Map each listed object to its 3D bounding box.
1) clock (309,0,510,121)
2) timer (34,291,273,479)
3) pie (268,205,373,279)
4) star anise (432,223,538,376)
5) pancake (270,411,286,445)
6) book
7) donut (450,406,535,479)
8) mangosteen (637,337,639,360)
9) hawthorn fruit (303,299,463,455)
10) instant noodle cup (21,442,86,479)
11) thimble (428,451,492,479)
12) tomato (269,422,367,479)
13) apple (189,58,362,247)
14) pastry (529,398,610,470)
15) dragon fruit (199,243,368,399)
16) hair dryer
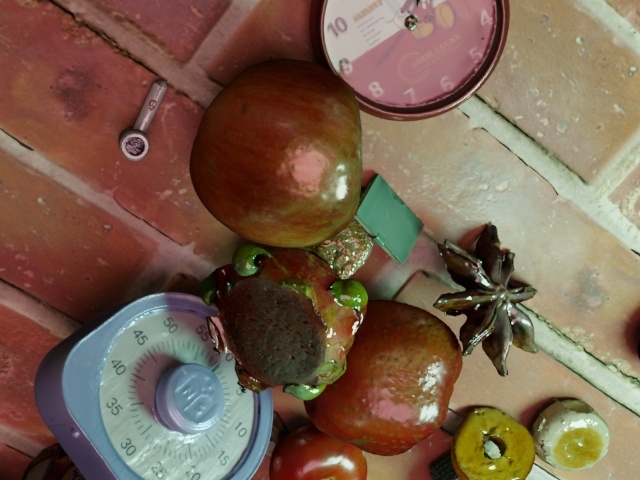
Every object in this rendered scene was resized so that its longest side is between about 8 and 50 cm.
[{"bbox_3d":[0.141,-0.343,1.405,0.318,0.080,0.318,-1,113,-3],"label":"clock"},{"bbox_3d":[-0.241,0.260,1.494,0.395,0.395,0.173,39,146,-22],"label":"timer"},{"bbox_3d":[0.000,0.000,1.546,0.193,0.079,0.163,-37,105,0],"label":"pie"},{"bbox_3d":[0.301,0.102,1.585,0.288,0.288,0.088,42,146,-23],"label":"star anise"},{"bbox_3d":[-0.168,0.381,1.737,0.190,0.020,0.184,-42,115,12],"label":"pancake"},{"bbox_3d":[0.117,-0.034,1.546,0.017,0.103,0.135,-13,129,48],"label":"book"},{"bbox_3d":[0.329,0.417,1.752,0.178,0.162,0.065,-36,159,-34],"label":"donut"},{"bbox_3d":[0.701,0.209,1.717,0.184,0.172,0.172,-43,119,-26],"label":"mangosteen"},{"bbox_3d":[0.092,0.238,1.577,0.300,0.275,0.275,8,115,4],"label":"hawthorn fruit"},{"bbox_3d":[-0.437,0.534,1.634,0.340,0.266,0.340,-3,117,-6],"label":"instant noodle cup"},{"bbox_3d":[0.296,0.491,1.818,0.135,0.090,0.118,-22,116,2],"label":"thimble"},{"bbox_3d":[-0.005,0.435,1.719,0.195,0.136,0.195,-5,116,-11],"label":"tomato"},{"bbox_3d":[-0.068,-0.129,1.365,0.301,0.301,0.301,-3,116,-7],"label":"apple"},{"bbox_3d":[0.500,0.394,1.805,0.166,0.088,0.166,-2,114,-4],"label":"pastry"},{"bbox_3d":[-0.061,0.120,1.437,0.268,0.130,0.295,5,123,28],"label":"dragon fruit"},{"bbox_3d":[-0.276,-0.194,1.421,0.047,0.082,0.137,26,94,-18],"label":"hair dryer"}]
